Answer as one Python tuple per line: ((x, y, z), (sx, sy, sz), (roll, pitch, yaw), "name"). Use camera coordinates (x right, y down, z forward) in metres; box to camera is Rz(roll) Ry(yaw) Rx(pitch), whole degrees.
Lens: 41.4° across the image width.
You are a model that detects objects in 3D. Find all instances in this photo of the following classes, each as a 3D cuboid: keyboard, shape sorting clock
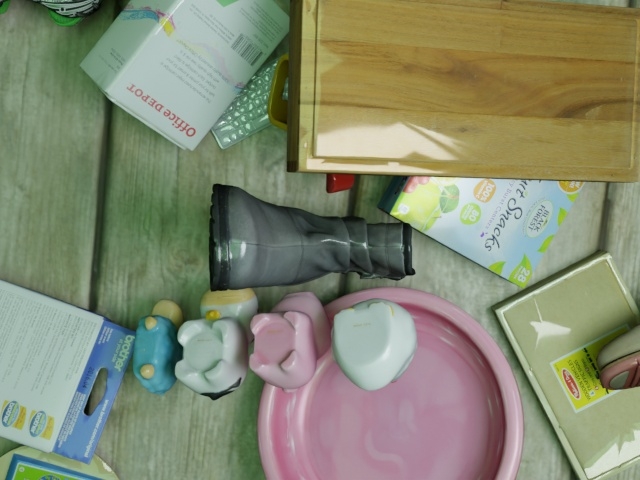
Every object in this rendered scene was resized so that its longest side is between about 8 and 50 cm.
((-0.033, -0.209, 1.107), (0.256, 0.014, 0.072), (-28, 92, 3), "keyboard")
((-0.361, 0.365, 1.133), (0.206, 0.040, 0.206), (-2, 100, -8), "shape sorting clock")

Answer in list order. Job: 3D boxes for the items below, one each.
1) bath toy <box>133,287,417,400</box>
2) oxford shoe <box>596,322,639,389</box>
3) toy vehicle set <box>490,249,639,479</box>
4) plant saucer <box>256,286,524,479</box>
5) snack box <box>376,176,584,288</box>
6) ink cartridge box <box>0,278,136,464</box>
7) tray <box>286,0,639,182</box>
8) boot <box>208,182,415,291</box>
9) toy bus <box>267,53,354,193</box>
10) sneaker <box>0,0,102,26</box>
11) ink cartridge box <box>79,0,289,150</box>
((-0.046, 0.122, 1.012), (0.348, 0.129, 0.151), (-3, 64, 23), "bath toy")
((0.479, 0.070, 1.065), (0.348, 0.123, 0.130), (-26, 61, -9), "oxford shoe")
((0.358, 0.168, 1.109), (0.166, 0.035, 0.267), (-27, 92, 3), "toy vehicle set")
((0.086, 0.226, 1.045), (0.332, 0.084, 0.332), (-6, 74, 20), "plant saucer")
((0.205, -0.064, 1.063), (0.207, 0.070, 0.174), (27, 94, -15), "snack box")
((-0.406, 0.151, 1.097), (0.311, 0.065, 0.185), (19, 81, 2), "ink cartridge box")
((0.171, -0.172, 0.967), (0.411, 0.076, 0.202), (0, 94, -15), "tray")
((0.000, 0.000, 0.961), (0.223, 0.338, 0.118), (3, 93, 5), "boot")
((0.033, -0.173, 1.056), (0.191, 0.104, 0.202), (-41, 129, -15), "toy bus")
((-0.281, -0.352, 1.065), (0.344, 0.134, 0.146), (-5, 118, -2), "sneaker")
((-0.161, -0.237, 1.030), (0.212, 0.154, 0.093), (-52, 50, 3), "ink cartridge box")
